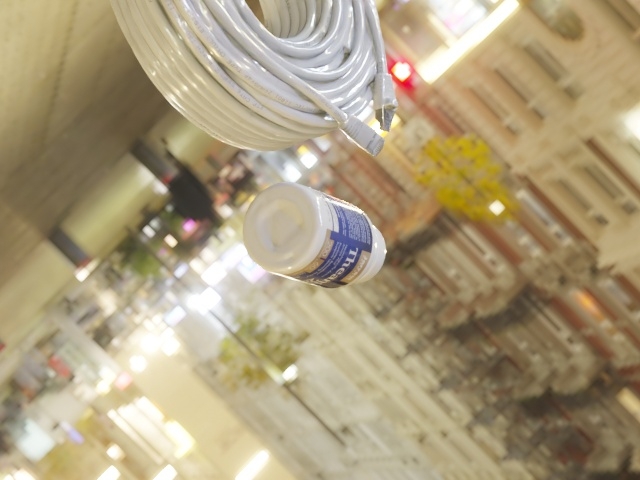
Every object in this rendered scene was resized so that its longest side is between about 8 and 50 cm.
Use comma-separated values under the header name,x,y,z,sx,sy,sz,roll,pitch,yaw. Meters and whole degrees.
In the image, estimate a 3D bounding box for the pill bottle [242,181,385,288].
name,x,y,z,sx,sy,sz,roll,pitch,yaw
pill bottle,0.000,0.000,1.045,0.067,0.067,0.120,-44,153,15

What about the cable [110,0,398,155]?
name,x,y,z,sx,sy,sz,roll,pitch,yaw
cable,-0.056,-0.198,1.124,0.089,0.257,0.257,-25,-124,38
